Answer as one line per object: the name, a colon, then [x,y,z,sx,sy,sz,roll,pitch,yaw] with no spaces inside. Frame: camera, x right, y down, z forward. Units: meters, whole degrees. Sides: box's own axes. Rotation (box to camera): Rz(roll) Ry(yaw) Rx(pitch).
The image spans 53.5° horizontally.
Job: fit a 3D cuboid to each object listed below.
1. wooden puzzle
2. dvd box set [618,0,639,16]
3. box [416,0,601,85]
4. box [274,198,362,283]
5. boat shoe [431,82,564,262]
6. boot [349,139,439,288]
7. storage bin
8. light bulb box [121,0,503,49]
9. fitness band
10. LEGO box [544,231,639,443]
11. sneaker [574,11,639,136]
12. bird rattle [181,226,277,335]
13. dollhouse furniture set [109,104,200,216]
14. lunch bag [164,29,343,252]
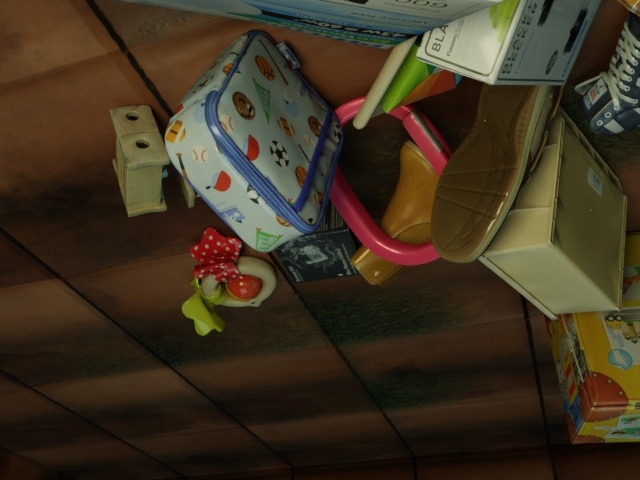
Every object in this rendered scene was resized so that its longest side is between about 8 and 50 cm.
wooden puzzle: [0.161,-0.249,0.814,0.044,0.239,0.221,47,141,13]
dvd box set: [0.568,-0.372,0.664,0.308,0.062,0.420,19,126,-22]
box: [0.228,-0.261,0.700,0.087,0.290,0.169,30,115,26]
box: [0.000,0.000,1.249,0.158,0.093,0.156,-8,143,15]
boat shoe: [0.271,-0.119,0.920,0.123,0.342,0.123,24,173,-42]
boot: [0.137,-0.026,1.134,0.211,0.104,0.295,-37,142,-1]
storage bin: [0.390,-0.041,1.048,0.123,0.260,0.262,-11,145,45]
light bulb box: [-0.051,-0.320,0.549,0.358,0.361,0.225,7,100,-8]
fitness band: [0.115,-0.096,1.023,0.209,0.054,0.291,-30,98,34]
LEGO box: [0.723,0.178,1.233,0.500,0.372,0.193,-4,144,7]
sneaker: [0.433,-0.250,0.889,0.153,0.099,0.282,-18,142,22]
bird rattle: [-0.196,0.079,1.379,0.207,0.143,0.253,5,132,-25]
dollhouse furniture set: [-0.244,-0.142,1.063,0.184,0.129,0.129,-12,149,-24]
lunch bag: [-0.070,-0.142,0.882,0.115,0.303,0.243,-27,118,31]
